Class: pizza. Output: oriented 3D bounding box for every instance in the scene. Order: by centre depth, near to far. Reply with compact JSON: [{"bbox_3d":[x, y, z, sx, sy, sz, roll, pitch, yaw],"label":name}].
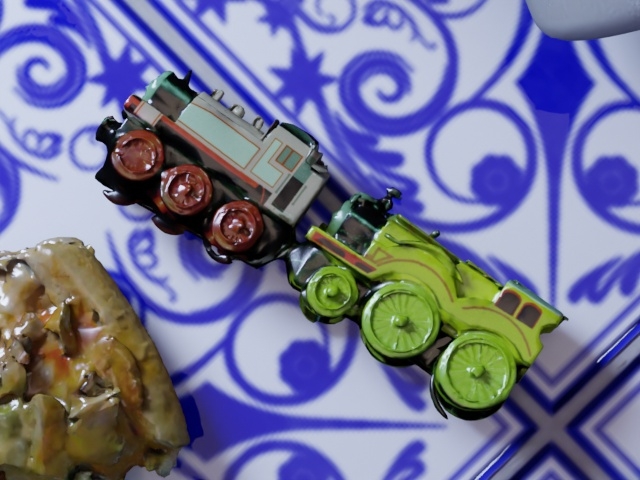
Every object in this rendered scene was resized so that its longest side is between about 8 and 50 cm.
[{"bbox_3d":[-0.183,0.083,0.895,0.226,0.069,0.147,-11,89,0],"label":"pizza"}]

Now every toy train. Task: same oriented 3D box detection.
[{"bbox_3d":[0.000,0.000,0.898,0.250,0.053,0.085,33,82,5],"label":"toy train"}]

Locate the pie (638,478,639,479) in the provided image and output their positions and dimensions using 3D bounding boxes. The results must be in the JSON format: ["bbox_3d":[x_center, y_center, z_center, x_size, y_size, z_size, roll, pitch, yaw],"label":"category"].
[{"bbox_3d":[0.210,0.188,0.876,0.182,0.049,0.182,0,92,6],"label":"pie"}]

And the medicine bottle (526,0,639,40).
[{"bbox_3d":[0.136,-0.279,0.789,0.208,0.208,0.339,-22,100,2],"label":"medicine bottle"}]
